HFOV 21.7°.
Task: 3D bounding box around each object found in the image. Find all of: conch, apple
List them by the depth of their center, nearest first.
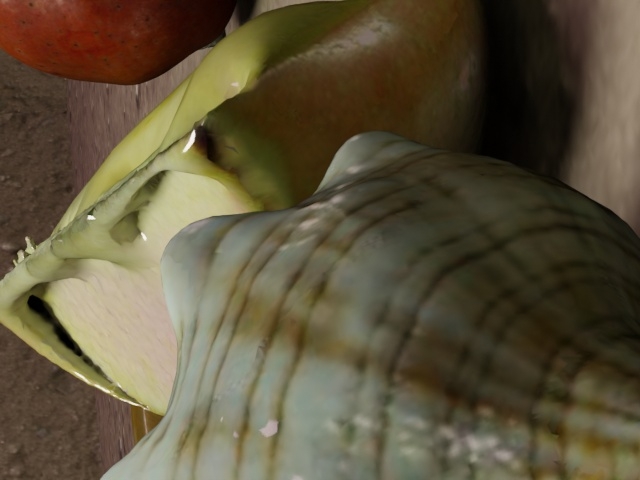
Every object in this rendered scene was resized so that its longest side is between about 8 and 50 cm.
[{"bbox_3d":[0.039,0.082,0.393,0.203,0.170,0.386,59,178,-13],"label":"conch"},{"bbox_3d":[-0.008,-0.020,0.641,0.120,0.193,0.265,52,150,-5],"label":"apple"},{"bbox_3d":[-0.148,-0.213,1.112,0.234,0.234,0.234,177,90,-79],"label":"apple"}]

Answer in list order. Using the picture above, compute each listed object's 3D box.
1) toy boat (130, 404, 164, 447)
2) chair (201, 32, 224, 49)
[{"bbox_3d":[-0.095,0.145,1.252,0.121,0.089,0.321,99,162,-68],"label":"toy boat"},{"bbox_3d":[-0.172,-0.277,1.354,0.186,0.160,0.319,141,126,-70],"label":"chair"}]
